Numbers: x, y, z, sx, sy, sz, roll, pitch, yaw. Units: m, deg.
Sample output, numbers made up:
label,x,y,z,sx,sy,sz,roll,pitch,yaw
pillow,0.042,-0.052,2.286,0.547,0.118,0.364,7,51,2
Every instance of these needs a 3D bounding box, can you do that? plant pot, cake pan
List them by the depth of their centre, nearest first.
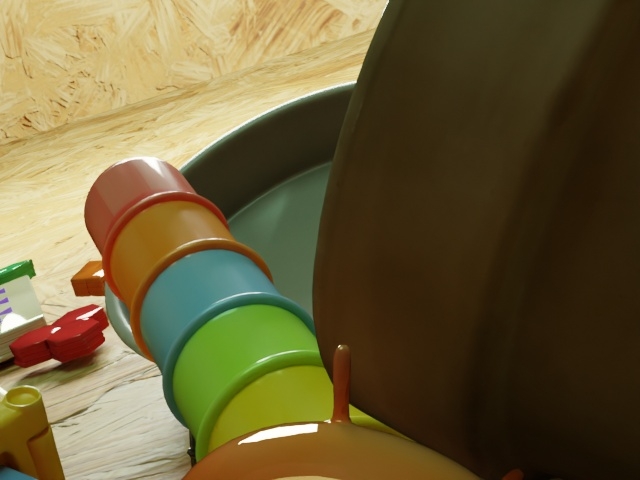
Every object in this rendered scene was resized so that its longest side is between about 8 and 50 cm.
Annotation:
label,x,y,z,sx,sy,sz,roll,pitch,yaw
plant pot,0.204,-0.015,0.623,0.280,0.323,0.323,31,36,22
cake pan,0.000,0.000,1.279,0.293,0.054,0.293,-18,34,13

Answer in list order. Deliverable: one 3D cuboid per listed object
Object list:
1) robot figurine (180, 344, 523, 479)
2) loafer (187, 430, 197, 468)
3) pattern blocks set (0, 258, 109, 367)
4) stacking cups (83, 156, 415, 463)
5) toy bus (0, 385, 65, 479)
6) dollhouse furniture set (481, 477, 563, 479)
label,x,y,z,sx,sy,sz,roll,pitch,yaw
robot figurine,-0.011,0.144,0.541,0.158,0.219,0.128,23,-17,7
loafer,0.000,0.095,1.046,0.170,0.061,0.062,-28,14,-40
pattern blocks set,-0.297,0.083,1.615,0.285,0.026,0.325,-20,15,0
stacking cups,-0.055,0.054,0.986,0.096,0.096,0.316,-22,33,-15
toy bus,-0.221,0.157,0.966,0.211,0.149,0.220,17,36,43
dollhouse furniture set,0.093,0.014,0.944,0.161,0.212,0.242,-11,-12,27
